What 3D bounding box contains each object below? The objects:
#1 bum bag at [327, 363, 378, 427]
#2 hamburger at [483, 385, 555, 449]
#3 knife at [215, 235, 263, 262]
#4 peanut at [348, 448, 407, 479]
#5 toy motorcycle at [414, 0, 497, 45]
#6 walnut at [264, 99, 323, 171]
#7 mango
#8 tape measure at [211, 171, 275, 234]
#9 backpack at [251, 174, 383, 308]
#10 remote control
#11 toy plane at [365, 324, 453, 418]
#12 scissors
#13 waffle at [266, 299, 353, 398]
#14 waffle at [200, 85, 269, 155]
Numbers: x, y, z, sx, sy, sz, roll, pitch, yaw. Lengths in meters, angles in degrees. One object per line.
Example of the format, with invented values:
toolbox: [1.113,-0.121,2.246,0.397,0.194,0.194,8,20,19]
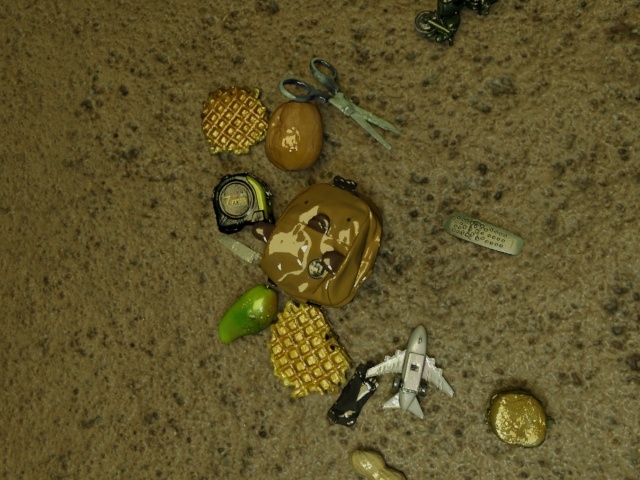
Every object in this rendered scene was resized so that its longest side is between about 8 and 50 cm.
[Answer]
bum bag: [0.097,0.462,1.651,0.087,0.049,0.198,34,95,22]
hamburger: [0.527,0.467,1.489,0.184,0.131,0.159,6,77,10]
knife: [-0.219,0.051,1.803,0.297,0.017,0.047,28,96,17]
peanut: [0.166,0.660,1.596,0.187,0.082,0.082,37,95,16]
toy motorcycle: [0.404,-0.688,1.608,0.275,0.205,0.127,-30,78,6]
walnut: [-0.079,-0.318,1.718,0.193,0.193,0.226,-1,72,16]
mango: [-0.220,0.234,1.736,0.233,0.111,0.125,-46,70,8]
tape measure: [-0.242,-0.122,1.782,0.199,0.112,0.186,-10,89,9]
backpack: [0.000,0.001,1.647,0.353,0.201,0.378,22,85,20]
remote control: [0.464,-0.017,1.599,0.221,0.042,0.072,22,90,18]
toy plane: [0.262,0.367,1.586,0.251,0.101,0.255,13,88,5]
scissors: [0.075,-0.408,1.702,0.383,0.256,0.029,39,138,6]
waffle: [-0.028,0.328,1.695,0.283,0.065,0.310,13,90,18]
waffle: [-0.283,-0.396,1.856,0.237,0.059,0.244,-10,84,12]
